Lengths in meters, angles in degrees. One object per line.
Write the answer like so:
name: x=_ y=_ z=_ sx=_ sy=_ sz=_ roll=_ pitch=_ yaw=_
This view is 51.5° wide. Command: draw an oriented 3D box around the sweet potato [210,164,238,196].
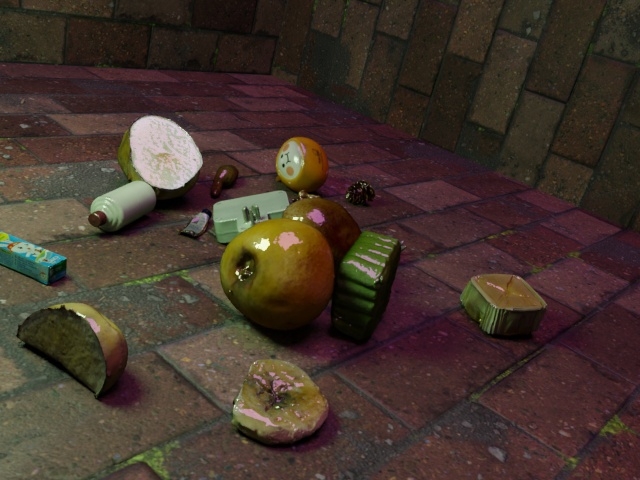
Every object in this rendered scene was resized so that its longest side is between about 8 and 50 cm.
sweet potato: x=-0.342 y=-0.223 z=2.351 sx=0.074 sy=0.075 sz=0.269 roll=17 pitch=27 yaw=4

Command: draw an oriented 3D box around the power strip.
power strip: x=-0.200 y=-0.070 z=1.940 sx=0.229 sy=0.141 sz=0.261 roll=-10 pitch=26 yaw=-4

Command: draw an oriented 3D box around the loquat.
loquat: x=-0.090 y=0.076 z=1.576 sx=0.274 sy=0.275 sz=0.275 roll=13 pitch=23 yaw=-5

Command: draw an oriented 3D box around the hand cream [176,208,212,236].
hand cream: x=-0.370 y=-0.048 z=1.985 sx=0.062 sy=0.039 sz=0.163 roll=20 pitch=29 yaw=6

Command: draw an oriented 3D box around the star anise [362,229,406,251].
star anise: x=0.176 y=0.016 z=2.131 sx=0.180 sy=0.061 sz=0.204 roll=25 pitch=25 yaw=25

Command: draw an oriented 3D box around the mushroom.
mushroom: x=0.003 y=-0.012 z=1.825 sx=0.263 sy=0.195 sz=0.283 roll=-8 pitch=55 yaw=-46

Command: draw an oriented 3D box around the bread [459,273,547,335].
bread: x=0.519 y=0.185 z=1.895 sx=0.192 sy=0.110 sz=0.210 roll=0 pitch=26 yaw=-18

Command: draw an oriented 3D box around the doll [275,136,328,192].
doll: x=-0.088 y=-0.272 z=2.509 sx=0.236 sy=0.214 sz=0.213 roll=-22 pitch=-5 yaw=41

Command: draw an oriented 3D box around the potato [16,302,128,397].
potato: x=-0.459 y=0.179 z=1.275 sx=0.243 sy=0.138 sz=0.098 roll=27 pitch=21 yaw=21

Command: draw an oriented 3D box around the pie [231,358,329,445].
pie: x=-0.074 y=0.317 z=1.302 sx=0.185 sy=0.052 sz=0.218 roll=19 pitch=25 yaw=-3

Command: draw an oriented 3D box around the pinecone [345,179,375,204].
pinecone: x=0.149 y=-0.184 z=2.541 sx=0.109 sy=0.102 sz=0.102 roll=-4 pitch=27 yaw=-16

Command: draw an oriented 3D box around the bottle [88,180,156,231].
bottle: x=-0.566 y=-0.091 z=1.869 sx=0.104 sy=0.104 sz=0.245 roll=19 pitch=24 yaw=9

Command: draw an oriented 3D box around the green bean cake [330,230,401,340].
green bean cake: x=0.115 y=0.115 z=1.665 sx=0.124 sy=0.222 sz=0.248 roll=19 pitch=27 yaw=15

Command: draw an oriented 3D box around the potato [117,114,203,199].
potato: x=-0.520 y=-0.228 z=2.134 sx=0.246 sy=0.196 sz=0.300 roll=0 pitch=55 yaw=-26

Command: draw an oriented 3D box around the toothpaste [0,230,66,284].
toothpaste: x=-0.726 y=0.029 z=1.563 sx=0.266 sy=0.050 sz=0.065 roll=20 pitch=26 yaw=14
